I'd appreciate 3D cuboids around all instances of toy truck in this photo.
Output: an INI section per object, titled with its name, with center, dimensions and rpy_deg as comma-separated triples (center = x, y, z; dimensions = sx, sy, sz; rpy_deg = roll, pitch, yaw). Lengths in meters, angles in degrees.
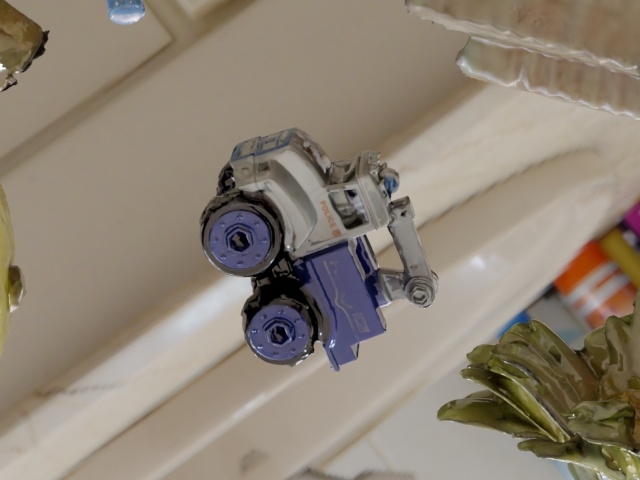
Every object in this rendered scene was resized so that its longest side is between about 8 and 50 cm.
[toy truck]
center = 0.000, 0.000, 1.257
dimensions = 0.177, 0.213, 0.161
rpy_deg = -19, -161, 12

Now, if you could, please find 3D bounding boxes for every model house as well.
[model house]
center = 0.359, -0.286, 1.344
dimensions = 0.445, 0.400, 0.395
rpy_deg = -1, 114, -67

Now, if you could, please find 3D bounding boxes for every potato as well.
[potato]
center = -0.375, -0.208, 1.337
dimensions = 0.138, 0.243, 0.098
rpy_deg = -52, 134, -1

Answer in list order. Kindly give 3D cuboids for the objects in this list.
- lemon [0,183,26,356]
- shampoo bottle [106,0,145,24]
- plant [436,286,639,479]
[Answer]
[lemon]
center = -0.410, 0.014, 1.118
dimensions = 0.348, 0.348, 0.348
rpy_deg = -35, 166, -10
[shampoo bottle]
center = -0.295, -0.424, 1.979
dimensions = 0.103, 0.259, 0.061
rpy_deg = -6, 156, -16
[plant]
center = 0.266, 0.155, 0.994
dimensions = 0.261, 0.297, 0.305
rpy_deg = -43, -148, -24
